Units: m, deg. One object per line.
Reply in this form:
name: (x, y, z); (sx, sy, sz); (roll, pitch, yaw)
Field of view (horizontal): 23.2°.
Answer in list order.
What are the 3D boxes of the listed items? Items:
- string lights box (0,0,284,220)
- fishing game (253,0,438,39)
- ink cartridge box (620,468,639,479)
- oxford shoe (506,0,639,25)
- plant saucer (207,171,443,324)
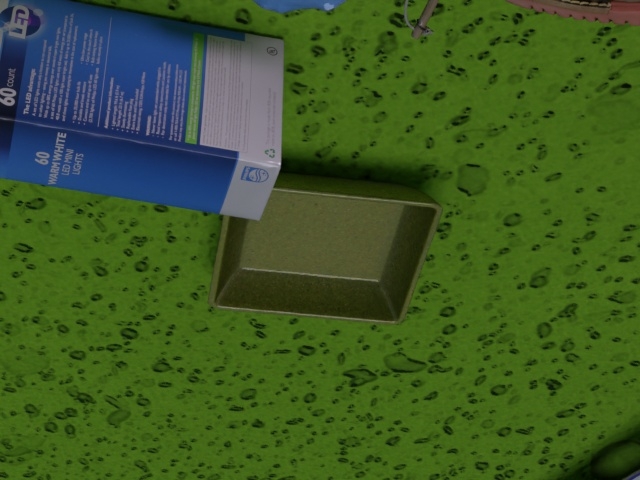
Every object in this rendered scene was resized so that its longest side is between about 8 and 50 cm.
string lights box: (-0.162, -0.108, 1.199); (0.259, 0.133, 0.077); (9, 143, -11)
fishing game: (-0.019, -0.245, 1.098); (0.264, 0.041, 0.189); (14, 134, -8)
ink cartridge box: (0.453, 0.310, 1.803); (0.330, 0.071, 0.324); (24, 137, -24)
oxford shoe: (0.281, -0.243, 1.003); (0.396, 0.141, 0.146); (-7, 142, 24)
plant saucer: (0.000, 0.000, 1.413); (0.188, 0.045, 0.188); (6, 142, -7)
